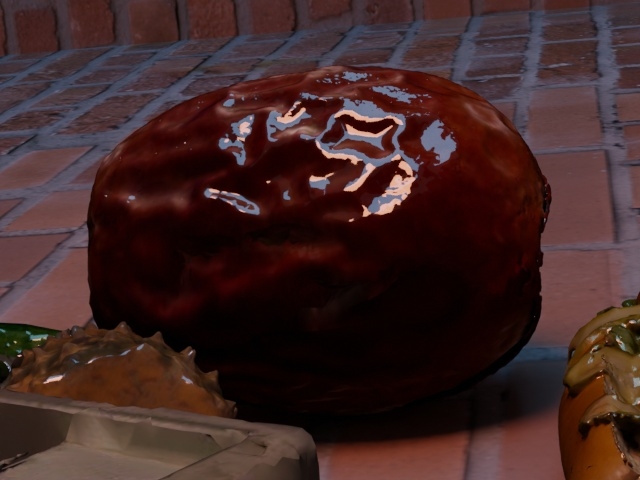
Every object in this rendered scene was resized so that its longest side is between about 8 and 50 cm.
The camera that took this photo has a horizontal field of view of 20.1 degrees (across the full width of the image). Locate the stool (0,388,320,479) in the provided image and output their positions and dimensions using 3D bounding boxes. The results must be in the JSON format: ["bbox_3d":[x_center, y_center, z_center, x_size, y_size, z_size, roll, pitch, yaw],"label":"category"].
[{"bbox_3d":[-0.162,0.146,0.442,0.269,0.170,0.243,5,16,38],"label":"stool"}]

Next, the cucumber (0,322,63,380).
[{"bbox_3d":[-0.191,0.067,1.068,0.167,0.039,0.039,2,15,21],"label":"cucumber"}]

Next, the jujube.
[{"bbox_3d":[0.000,0.000,0.943,0.243,0.183,0.183,-1,14,11],"label":"jujube"}]

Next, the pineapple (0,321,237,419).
[{"bbox_3d":[-0.103,0.089,0.827,0.125,0.125,0.251,-9,4,-15],"label":"pineapple"}]

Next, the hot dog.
[{"bbox_3d":[0.163,0.073,0.821,0.109,0.072,0.269,-2,15,7],"label":"hot dog"}]
